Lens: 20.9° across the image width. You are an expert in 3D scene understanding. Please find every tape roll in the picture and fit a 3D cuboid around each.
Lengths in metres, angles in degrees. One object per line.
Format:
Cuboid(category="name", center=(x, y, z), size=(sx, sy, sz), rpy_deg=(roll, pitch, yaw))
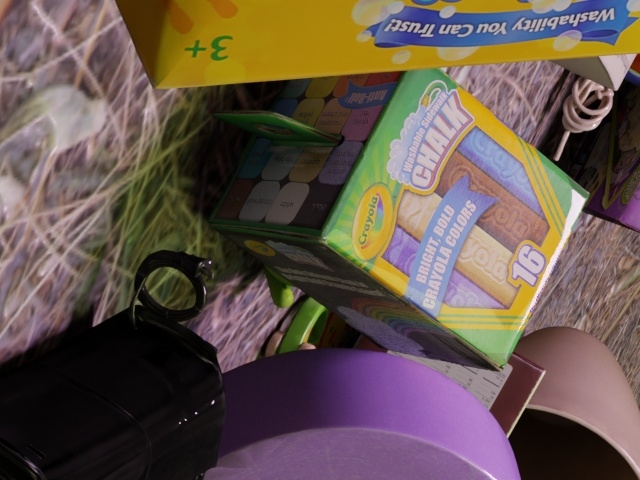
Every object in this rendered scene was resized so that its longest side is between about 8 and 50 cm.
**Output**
Cuboid(category="tape roll", center=(0.005, 0.208, 1.167), size=(0.090, 0.275, 0.274), rpy_deg=(-98, -160, -57))

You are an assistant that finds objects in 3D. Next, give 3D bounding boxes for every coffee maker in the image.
Cuboid(category="coffee maker", center=(-0.143, 0.106, 0.945), size=(0.178, 0.120, 0.171), rpy_deg=(-26, 117, -59))

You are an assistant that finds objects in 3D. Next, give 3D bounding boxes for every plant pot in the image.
Cuboid(category="plant pot", center=(0.237, 0.209, 1.821), size=(0.274, 0.257, 0.256), rpy_deg=(-60, 167, -58))

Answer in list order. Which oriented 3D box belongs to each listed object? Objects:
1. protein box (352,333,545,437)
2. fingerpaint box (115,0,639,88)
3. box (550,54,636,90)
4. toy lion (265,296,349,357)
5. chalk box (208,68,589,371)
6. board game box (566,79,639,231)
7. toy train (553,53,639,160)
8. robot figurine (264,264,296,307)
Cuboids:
Cuboid(category="protein box", center=(0.060, 0.161, 1.374), size=(0.201, 0.136, 0.200), rpy_deg=(-59, 175, -7))
Cuboid(category="fingerpaint box", center=(0.148, -0.257, 0.695), size=(0.445, 0.163, 0.371), rpy_deg=(-6, 139, -23))
Cuboid(category="box", center=(0.208, -0.250, 1.273), size=(0.232, 0.127, 0.148), rpy_deg=(-62, 160, 0))
Cuboid(category="toy lion", center=(-0.002, 0.073, 1.332), size=(0.096, 0.034, 0.100), rpy_deg=(-61, 161, -23))
Cuboid(category="chalk box", center=(0.032, -0.032, 1.061), size=(0.213, 0.132, 0.132), rpy_deg=(37, 74, -31))
Cuboid(category="board game box", center=(0.355, -0.176, 1.698), size=(0.346, 0.056, 0.208), rpy_deg=(-63, -173, 3))
Cuboid(category="toy train", center=(0.309, -0.165, 1.563), size=(0.105, 0.143, 0.248), rpy_deg=(25, 94, -27))
Cuboid(category="robot figurine", center=(0.000, 0.000, 1.182), size=(0.101, 0.067, 0.115), rpy_deg=(-37, 164, 16))
